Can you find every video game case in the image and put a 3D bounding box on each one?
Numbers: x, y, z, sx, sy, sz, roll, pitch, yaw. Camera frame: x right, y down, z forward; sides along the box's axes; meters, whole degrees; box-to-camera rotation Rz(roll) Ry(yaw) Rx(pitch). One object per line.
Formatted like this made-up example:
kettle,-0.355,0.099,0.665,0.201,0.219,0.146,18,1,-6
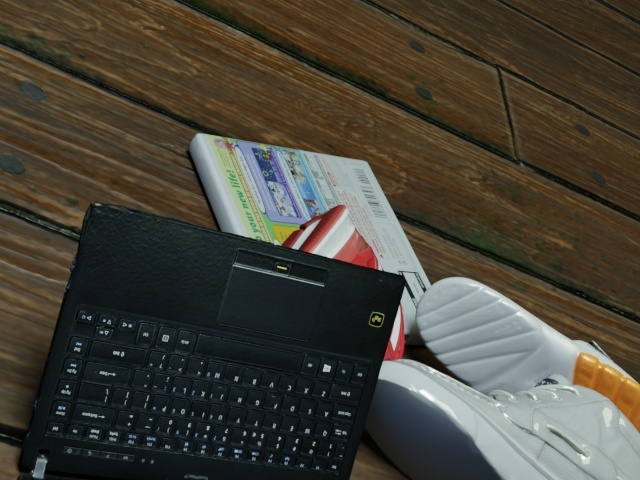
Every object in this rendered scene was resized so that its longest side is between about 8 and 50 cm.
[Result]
video game case,0.000,0.000,1.019,0.193,0.023,0.212,6,45,-37

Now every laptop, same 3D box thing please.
laptop,-0.047,0.137,0.712,0.234,0.264,0.136,14,3,-30

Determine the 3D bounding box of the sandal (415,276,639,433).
sandal,0.195,0.116,0.982,0.265,0.102,0.076,41,16,-2

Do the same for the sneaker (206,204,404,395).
sneaker,-0.005,0.082,0.858,0.128,0.087,0.221,49,55,-13

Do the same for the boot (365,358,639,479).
boot,0.147,0.146,0.896,0.258,0.095,0.123,40,50,-10
